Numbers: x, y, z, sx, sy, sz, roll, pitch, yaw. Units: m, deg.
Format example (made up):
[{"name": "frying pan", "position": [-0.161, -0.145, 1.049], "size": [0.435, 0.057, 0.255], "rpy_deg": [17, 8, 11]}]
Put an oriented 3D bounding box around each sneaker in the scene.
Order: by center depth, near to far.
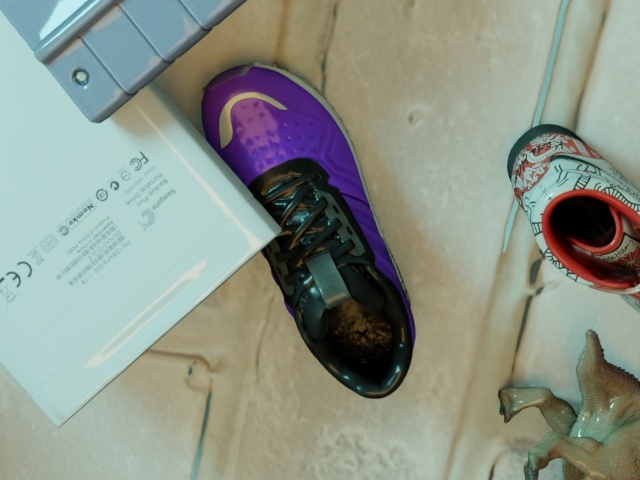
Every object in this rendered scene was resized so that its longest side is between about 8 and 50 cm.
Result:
[{"name": "sneaker", "position": [0.001, 0.000, 1.549], "size": [0.102, 0.146, 0.293], "rpy_deg": [-26, 111, 8]}, {"name": "sneaker", "position": [0.262, 0.022, 1.569], "size": [0.270, 0.145, 0.090], "rpy_deg": [37, 106, -16]}]

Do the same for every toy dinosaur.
[{"name": "toy dinosaur", "position": [0.258, 0.207, 1.663], "size": [0.200, 0.127, 0.296], "rpy_deg": [-3, 100, -9]}]

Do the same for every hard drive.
[{"name": "hard drive", "position": [-0.231, -0.064, 1.512], "size": [0.233, 0.047, 0.353], "rpy_deg": [-41, 90, 13]}]

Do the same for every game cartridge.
[{"name": "game cartridge", "position": [-0.187, -0.291, 1.419], "size": [0.230, 0.068, 0.355], "rpy_deg": [-39, 90, 17]}]
